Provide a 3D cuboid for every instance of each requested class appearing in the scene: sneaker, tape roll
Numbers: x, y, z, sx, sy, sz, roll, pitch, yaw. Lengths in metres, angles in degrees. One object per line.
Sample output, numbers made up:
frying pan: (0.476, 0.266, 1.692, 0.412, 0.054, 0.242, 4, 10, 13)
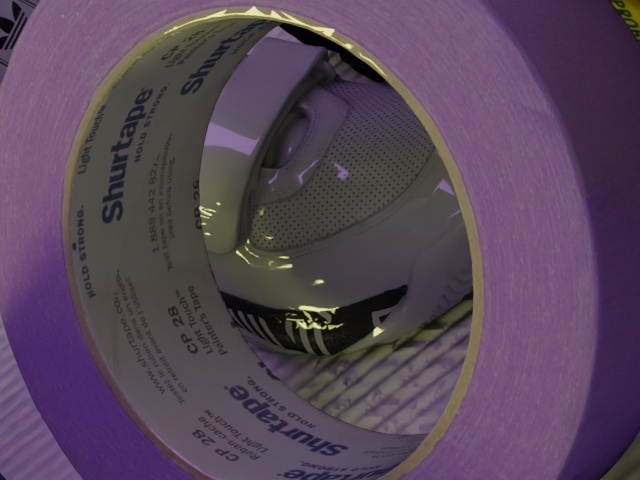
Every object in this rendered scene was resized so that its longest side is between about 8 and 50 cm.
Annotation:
sneaker: (-0.079, -0.055, 0.852, 0.366, 0.210, 0.137, -1, 54, 43)
tape roll: (0.000, 0.000, 0.681, 0.275, 0.275, 0.090, -11, 5, 36)

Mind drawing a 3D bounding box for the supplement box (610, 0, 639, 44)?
supplement box: (0.269, -0.133, 0.613, 0.356, 0.194, 0.195, 11, 62, 48)

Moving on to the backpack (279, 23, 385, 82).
backpack: (0.116, -0.273, 0.884, 0.355, 0.273, 0.290, -39, 28, -14)

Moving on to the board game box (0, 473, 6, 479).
board game box: (-0.152, 0.233, 0.638, 0.242, 0.064, 0.316, -44, 66, -2)
